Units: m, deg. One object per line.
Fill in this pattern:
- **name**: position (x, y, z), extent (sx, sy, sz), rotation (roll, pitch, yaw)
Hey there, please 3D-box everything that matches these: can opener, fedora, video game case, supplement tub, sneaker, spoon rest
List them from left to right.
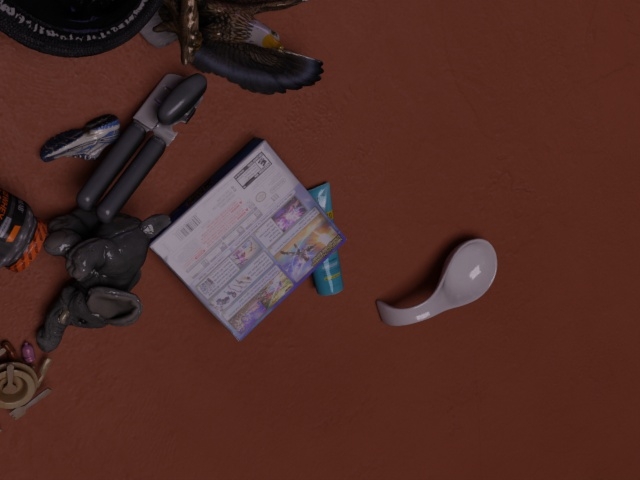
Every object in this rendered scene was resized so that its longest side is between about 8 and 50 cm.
- **supplement tub**: position (-0.516, -0.033, 1.424), extent (0.190, 0.117, 0.117), rotation (33, 91, -35)
- **fedora**: position (-0.376, -0.426, 1.328), extent (0.334, 0.152, 0.333), rotation (-13, 117, -27)
- **sneaker**: position (-0.374, -0.147, 1.501), extent (0.135, 0.052, 0.058), rotation (-26, 124, -18)
- **can opener**: position (-0.283, -0.157, 1.497), extent (0.074, 0.093, 0.280), rotation (33, 74, 0)
- **video game case**: position (-0.128, -0.002, 1.668), extent (0.269, 0.061, 0.244), rotation (-43, 113, -8)
- **spoon rest**: position (0.251, 0.095, 1.928), extent (0.276, 0.084, 0.137), rotation (-29, 121, -16)

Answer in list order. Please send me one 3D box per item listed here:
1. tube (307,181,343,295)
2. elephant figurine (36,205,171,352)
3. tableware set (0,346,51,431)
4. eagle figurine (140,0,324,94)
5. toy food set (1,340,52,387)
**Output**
- **tube**: position (0.000, 0.000, 1.775), extent (0.080, 0.052, 0.207), rotation (-23, 113, -28)
- **elephant figurine**: position (-0.359, 0.073, 1.551), extent (0.169, 0.186, 0.239), rotation (-45, 143, -48)
- **tableware set**: position (-0.550, 0.275, 1.554), extent (0.194, 0.039, 0.128), rotation (-38, 123, -1)
- **eagle figurine**: position (-0.124, -0.348, 1.511), extent (0.226, 0.225, 0.298), rotation (-36, 170, 34)
- **toy food set**: position (-0.515, 0.199, 1.576), extent (0.122, 0.019, 0.077), rotation (25, 95, -26)
